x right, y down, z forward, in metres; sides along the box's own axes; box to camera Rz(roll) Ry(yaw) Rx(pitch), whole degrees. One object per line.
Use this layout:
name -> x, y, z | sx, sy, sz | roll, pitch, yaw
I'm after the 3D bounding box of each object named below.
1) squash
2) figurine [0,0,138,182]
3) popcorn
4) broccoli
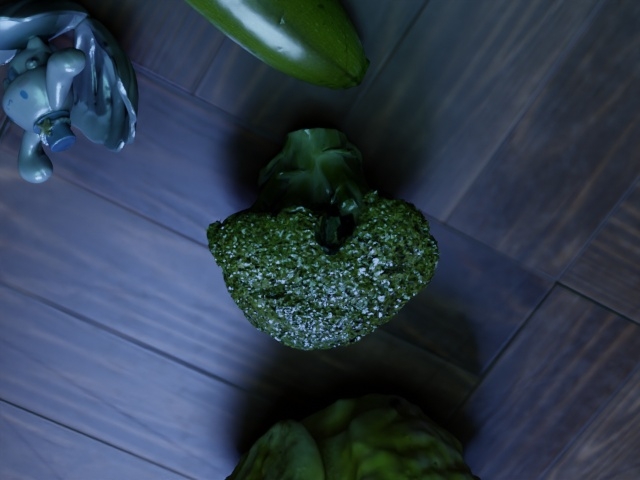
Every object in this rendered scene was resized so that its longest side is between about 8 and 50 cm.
squash -> -0.048, -0.145, 0.618 | 0.066, 0.066, 0.201 | -39, 120, 20
figurine -> -0.136, -0.081, 0.641 | 0.082, 0.094, 0.086 | -21, 91, -30
popcorn -> 0.022, 0.189, 0.767 | 0.185, 0.167, 0.187 | -19, 159, -17
broccoli -> 0.000, 0.000, 0.681 | 0.130, 0.131, 0.120 | -3, 83, 15
